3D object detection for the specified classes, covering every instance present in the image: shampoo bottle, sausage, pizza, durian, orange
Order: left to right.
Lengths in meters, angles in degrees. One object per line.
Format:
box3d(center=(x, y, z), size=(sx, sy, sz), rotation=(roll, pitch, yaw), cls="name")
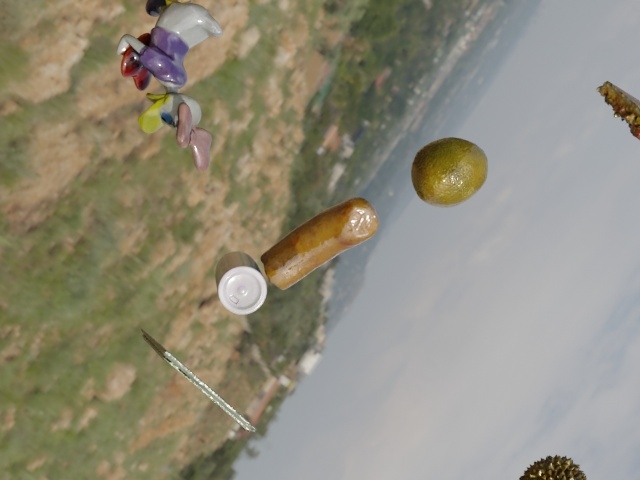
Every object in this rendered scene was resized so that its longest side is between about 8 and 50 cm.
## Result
box3d(center=(-0.158, 0.075, 1.993), size=(0.092, 0.092, 0.303), rotation=(-55, -172, 0), cls="shampoo bottle")
box3d(center=(0.001, 0.001, 2.149), size=(0.270, 0.109, 0.109), rotation=(-32, -176, 17), cls="sausage")
box3d(center=(0.154, -0.082, 1.219), size=(0.095, 0.085, 0.085), rotation=(-28, 170, -15), cls="orange")
box3d(center=(0.424, 0.469, 1.901), size=(0.168, 0.137, 0.158), rotation=(-14, 122, -23), cls="durian")
box3d(center=(0.619, -0.229, 1.989), size=(0.053, 0.201, 0.193), rotation=(-55, -177, 21), cls="pizza")

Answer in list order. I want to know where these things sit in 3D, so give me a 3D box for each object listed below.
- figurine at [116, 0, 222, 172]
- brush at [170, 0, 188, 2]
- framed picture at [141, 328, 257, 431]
box3d(center=(-0.279, -0.342, 1.977), size=(0.154, 0.193, 0.421), rotation=(53, 36, -66), cls="figurine")
box3d(center=(-0.262, -0.535, 1.849), size=(0.174, 0.166, 0.266), rotation=(-59, 175, 17), cls="brush")
box3d(center=(-0.222, 0.243, 1.810), size=(0.017, 0.217, 0.274), rotation=(-48, -167, -10), cls="framed picture")
